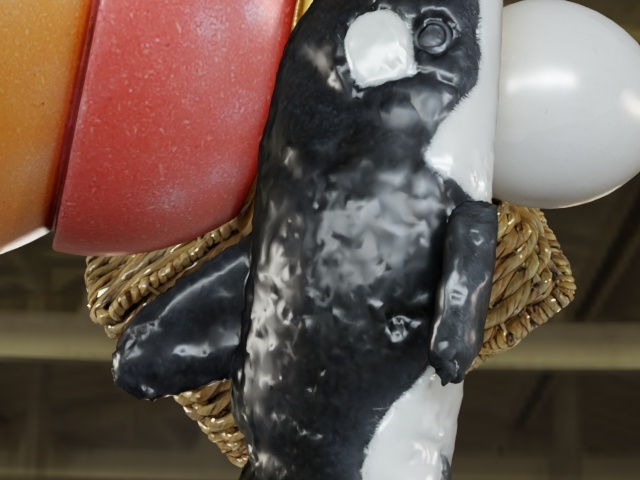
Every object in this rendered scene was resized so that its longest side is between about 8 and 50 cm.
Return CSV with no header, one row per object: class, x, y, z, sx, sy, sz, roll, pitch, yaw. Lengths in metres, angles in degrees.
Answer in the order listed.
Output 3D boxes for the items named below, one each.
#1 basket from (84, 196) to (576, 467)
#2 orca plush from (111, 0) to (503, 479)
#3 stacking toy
basket,0.000,0.000,1.353,0.299,0.213,0.223,-36,-61,12
orca plush,-0.013,0.047,0.557,0.102,0.287,0.151,7,19,-3
stacking toy,-0.041,-0.116,0.983,0.480,0.350,0.350,9,-14,-10
